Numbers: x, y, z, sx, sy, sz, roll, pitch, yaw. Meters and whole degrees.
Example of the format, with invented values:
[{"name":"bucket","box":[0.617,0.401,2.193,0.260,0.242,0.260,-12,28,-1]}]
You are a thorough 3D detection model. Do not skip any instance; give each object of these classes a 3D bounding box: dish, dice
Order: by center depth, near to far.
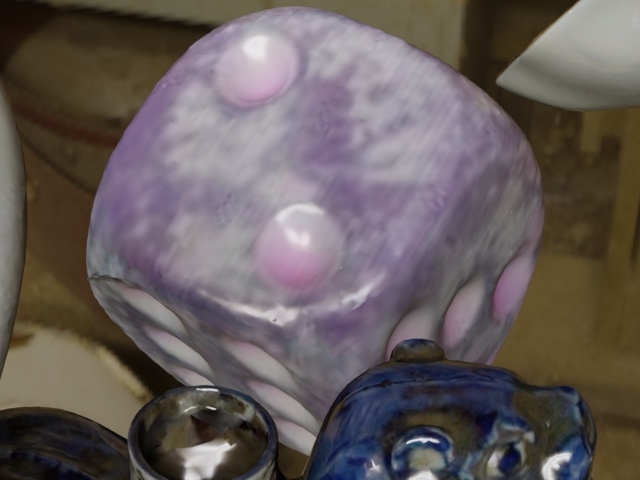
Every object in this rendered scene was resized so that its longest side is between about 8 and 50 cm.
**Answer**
[{"name":"dish","box":[0.171,-0.108,0.862,0.190,0.190,0.066,-38,88,-25]},{"name":"dice","box":[0.000,0.000,1.502,0.270,0.270,0.271,25,70,26]}]

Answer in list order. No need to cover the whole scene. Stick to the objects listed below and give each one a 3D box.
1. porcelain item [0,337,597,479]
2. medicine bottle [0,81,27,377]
[{"name":"porcelain item","box":[-0.037,0.124,0.700,0.288,0.186,0.138,6,32,7]},{"name":"medicine bottle","box":[-0.281,-0.020,0.496,0.371,0.211,0.211,21,39,-38]}]
